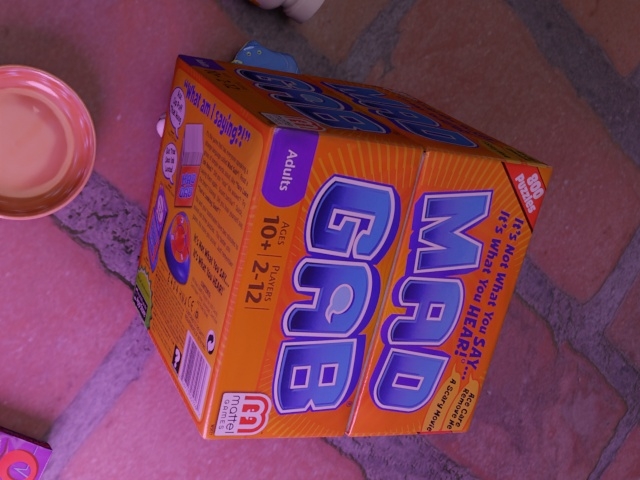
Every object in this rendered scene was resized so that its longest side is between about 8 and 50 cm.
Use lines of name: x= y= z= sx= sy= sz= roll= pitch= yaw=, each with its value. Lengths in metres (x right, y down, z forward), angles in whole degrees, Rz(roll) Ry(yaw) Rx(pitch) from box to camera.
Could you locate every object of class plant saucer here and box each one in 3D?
plant saucer: x=-0.393 y=-0.126 z=1.166 sx=0.200 sy=0.037 sz=0.200 roll=-1 pitch=92 yaw=-27

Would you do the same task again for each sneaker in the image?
sneaker: x=-0.127 y=-0.212 z=1.282 sx=0.240 sy=0.091 sz=0.126 roll=-12 pitch=79 yaw=-25

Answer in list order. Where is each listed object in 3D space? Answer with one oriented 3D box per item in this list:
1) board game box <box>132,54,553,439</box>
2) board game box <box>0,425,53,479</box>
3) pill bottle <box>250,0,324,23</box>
board game box: x=0.000 y=0.000 z=1.138 sx=0.356 sy=0.356 sz=0.356 roll=5 pitch=110 yaw=-27
board game box: x=-0.509 y=0.385 z=1.127 sx=0.208 sy=0.056 sz=0.347 roll=29 pitch=79 yaw=-29
pill bottle: x=-0.087 y=-0.400 z=1.262 sx=0.208 sy=0.117 sz=0.117 roll=31 pitch=79 yaw=-24
